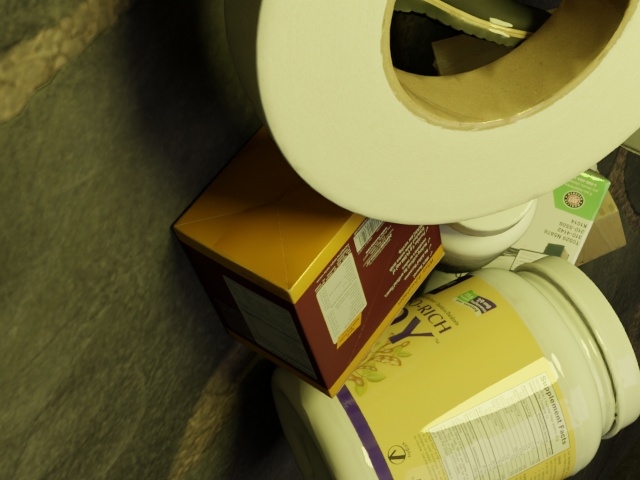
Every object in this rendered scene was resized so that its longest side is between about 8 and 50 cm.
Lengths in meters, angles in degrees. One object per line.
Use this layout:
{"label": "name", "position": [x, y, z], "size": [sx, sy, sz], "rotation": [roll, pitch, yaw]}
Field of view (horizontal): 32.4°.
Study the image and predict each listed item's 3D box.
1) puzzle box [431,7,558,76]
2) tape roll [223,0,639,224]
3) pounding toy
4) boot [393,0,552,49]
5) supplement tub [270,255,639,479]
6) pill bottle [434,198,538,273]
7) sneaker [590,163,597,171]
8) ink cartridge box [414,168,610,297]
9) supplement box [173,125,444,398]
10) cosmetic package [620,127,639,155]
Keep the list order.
{"label": "puzzle box", "position": [0.307, -0.186, 1.062], "size": [0.272, 0.409, 0.052], "rotation": [47, 28, -82]}
{"label": "tape roll", "position": [0.123, -0.181, 0.772], "size": [0.392, 0.072, 0.392], "rotation": [-15, 135, -16]}
{"label": "pounding toy", "position": [0.351, -0.057, 1.563], "size": [0.094, 0.181, 0.206], "rotation": [-25, 152, 9]}
{"label": "boot", "position": [0.120, -0.237, 0.886], "size": [0.077, 0.198, 0.137], "rotation": [-115, -138, -76]}
{"label": "supplement tub", "position": [0.141, 0.173, 1.163], "size": [0.331, 0.241, 0.241], "rotation": [-24, 140, -13]}
{"label": "pill bottle", "position": [0.152, -0.043, 1.131], "size": [0.131, 0.131, 0.229], "rotation": [-58, 176, -7]}
{"label": "sneaker", "position": [0.288, -0.195, 1.353], "size": [0.296, 0.105, 0.146], "rotation": [37, 68, -55]}
{"label": "ink cartridge box", "position": [0.223, -0.004, 1.318], "size": [0.092, 0.160, 0.219], "rotation": [-89, -162, -76]}
{"label": "supplement box", "position": [0.000, 0.000, 0.997], "size": [0.191, 0.129, 0.194], "rotation": [-50, 150, -21]}
{"label": "cosmetic package", "position": [0.461, -0.322, 1.450], "size": [0.217, 0.156, 0.385], "rotation": [-44, 149, -26]}
